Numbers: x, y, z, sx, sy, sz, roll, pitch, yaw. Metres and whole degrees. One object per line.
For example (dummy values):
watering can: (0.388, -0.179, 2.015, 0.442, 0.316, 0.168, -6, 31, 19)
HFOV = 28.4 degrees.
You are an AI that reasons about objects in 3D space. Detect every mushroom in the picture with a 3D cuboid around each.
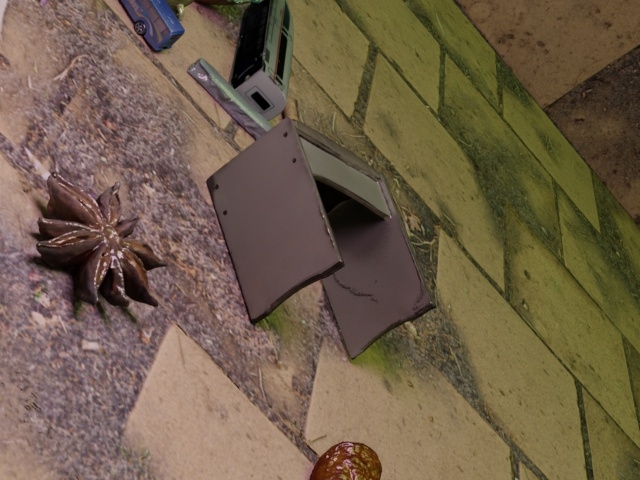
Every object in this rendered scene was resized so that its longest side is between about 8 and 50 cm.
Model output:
mushroom: (-0.033, -0.200, 2.208, 0.060, 0.061, 0.187, 27, 30, -39)

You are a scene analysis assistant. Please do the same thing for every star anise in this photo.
star anise: (-0.263, 0.007, 1.460, 0.195, 0.065, 0.182, 59, 27, 1)

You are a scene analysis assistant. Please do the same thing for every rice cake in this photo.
rice cake: (-0.143, -0.223, 2.052, 0.180, 0.030, 0.042, 44, 28, -21)

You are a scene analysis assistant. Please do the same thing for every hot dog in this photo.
hot dog: (0.034, 0.323, 1.594, 0.099, 0.065, 0.147, 44, 36, -25)

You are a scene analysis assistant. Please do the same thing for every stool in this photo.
stool: (0.000, 0.000, 1.842, 0.243, 0.170, 0.270, 26, 36, -48)

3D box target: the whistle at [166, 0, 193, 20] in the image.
whistle: (-0.255, -0.487, 2.022, 0.106, 0.131, 0.288, -12, 84, -24)

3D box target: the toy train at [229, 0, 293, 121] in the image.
toy train: (-0.093, -0.341, 2.242, 0.088, 0.086, 0.407, 43, 25, -23)

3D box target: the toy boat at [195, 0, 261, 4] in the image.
toy boat: (-0.209, -0.469, 2.188, 0.293, 0.099, 0.108, 29, 35, -32)

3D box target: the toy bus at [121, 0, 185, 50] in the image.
toy bus: (-0.273, -0.368, 1.961, 0.153, 0.061, 0.051, 58, 28, 4)
